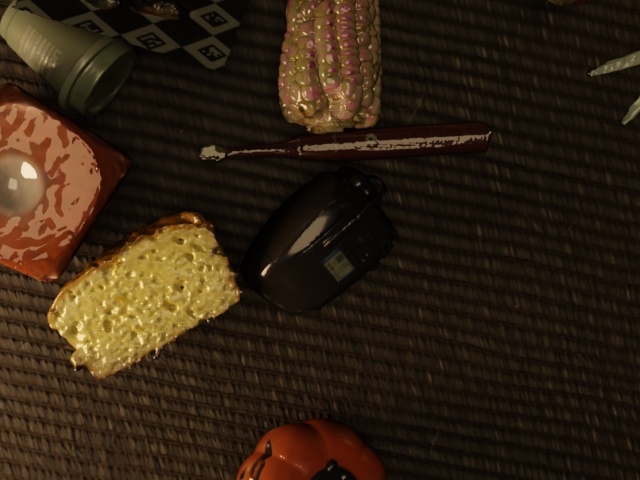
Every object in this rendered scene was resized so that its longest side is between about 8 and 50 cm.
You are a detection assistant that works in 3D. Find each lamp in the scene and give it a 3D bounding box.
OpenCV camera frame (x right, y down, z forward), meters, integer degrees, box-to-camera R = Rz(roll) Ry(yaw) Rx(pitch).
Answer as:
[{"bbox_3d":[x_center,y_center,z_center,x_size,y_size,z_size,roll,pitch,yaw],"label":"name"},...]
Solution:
[{"bbox_3d":[-0.012,0.312,1.194,0.188,0.164,0.187,5,75,-19],"label":"lamp"}]

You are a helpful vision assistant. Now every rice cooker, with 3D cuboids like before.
[{"bbox_3d":[0.001,-0.001,1.169,0.203,0.142,0.118,-39,109,2],"label":"rice cooker"}]

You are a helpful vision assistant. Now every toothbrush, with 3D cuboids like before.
[{"bbox_3d":[0.031,-0.119,1.208,0.364,0.041,0.040,-3,96,-3],"label":"toothbrush"}]

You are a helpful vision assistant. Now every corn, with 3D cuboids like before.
[{"bbox_3d":[0.014,-0.293,1.154,0.127,0.126,0.335,1,92,-4],"label":"corn"}]

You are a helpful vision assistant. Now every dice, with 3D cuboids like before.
[{"bbox_3d":[-0.329,-0.064,1.124,0.174,0.179,0.175,32,89,-6],"label":"dice"}]

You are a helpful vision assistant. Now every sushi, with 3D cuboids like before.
[{"bbox_3d":[-0.206,-0.269,1.123,0.231,0.219,0.047,16,133,-5],"label":"sushi"}]

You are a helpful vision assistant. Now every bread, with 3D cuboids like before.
[{"bbox_3d":[-0.200,0.059,1.162,0.229,0.139,0.143,-29,96,7],"label":"bread"}]

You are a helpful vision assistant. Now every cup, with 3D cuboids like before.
[{"bbox_3d":[-0.300,-0.224,1.143,0.141,0.120,0.120,36,93,3],"label":"cup"}]

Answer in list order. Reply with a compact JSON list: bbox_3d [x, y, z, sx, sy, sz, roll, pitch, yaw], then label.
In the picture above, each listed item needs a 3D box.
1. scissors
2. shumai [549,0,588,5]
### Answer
[{"bbox_3d":[0.463,-0.248,1.235,0.248,0.017,0.144,-34,96,2],"label":"scissors"},{"bbox_3d":[0.285,-0.370,1.156,0.206,0.166,0.175,6,118,-3],"label":"shumai"}]
